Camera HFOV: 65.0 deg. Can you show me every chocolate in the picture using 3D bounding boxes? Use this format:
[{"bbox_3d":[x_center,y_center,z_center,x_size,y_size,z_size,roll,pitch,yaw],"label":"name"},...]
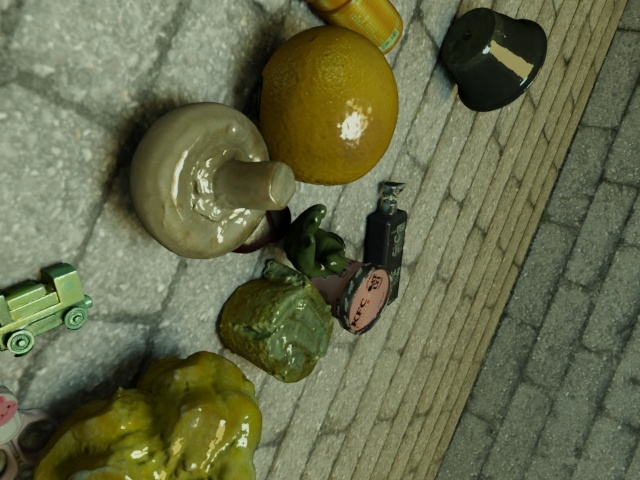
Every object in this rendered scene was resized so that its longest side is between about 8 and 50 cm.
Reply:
[{"bbox_3d":[-0.100,-0.040,0.813,0.149,0.080,0.125,-20,124,-46],"label":"chocolate"}]

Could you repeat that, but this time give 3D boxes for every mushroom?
[{"bbox_3d":[-0.124,-0.072,0.645,0.207,0.215,0.207,-18,112,-51],"label":"mushroom"}]

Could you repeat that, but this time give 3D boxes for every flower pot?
[{"bbox_3d":[0.380,-0.436,1.162,0.148,0.235,0.235,21,91,-37],"label":"flower pot"}]

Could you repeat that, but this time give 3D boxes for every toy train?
[{"bbox_3d":[-0.332,0.080,0.590,0.122,0.050,0.081,-27,124,-44],"label":"toy train"}]

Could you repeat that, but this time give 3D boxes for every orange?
[{"bbox_3d":[0.009,-0.196,0.751,0.236,0.236,0.236,-30,130,-42],"label":"orange"}]

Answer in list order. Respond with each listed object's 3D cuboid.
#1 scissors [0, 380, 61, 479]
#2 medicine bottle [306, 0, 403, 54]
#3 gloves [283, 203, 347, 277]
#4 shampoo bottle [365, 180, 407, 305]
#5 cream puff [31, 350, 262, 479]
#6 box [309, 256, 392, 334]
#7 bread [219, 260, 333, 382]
[{"bbox_3d":[-0.386,0.198,0.593,0.118,0.030,0.242,-33,135,-42],"label":"scissors"},{"bbox_3d":[0.056,-0.383,0.822,0.192,0.096,0.096,14,96,-56],"label":"medicine bottle"},{"bbox_3d":[-0.008,0.011,0.892,0.107,0.135,0.268,-49,167,-4],"label":"gloves"},{"bbox_3d":[0.154,0.011,1.198,0.098,0.071,0.309,-23,124,-43],"label":"shampoo bottle"},{"bbox_3d":[-0.242,0.299,0.679,0.257,0.291,0.324,17,110,-27],"label":"cream puff"},{"bbox_3d":[0.056,0.102,1.056,0.151,0.135,0.151,-27,129,-39],"label":"box"},{"bbox_3d":[-0.061,0.161,0.938,0.186,0.124,0.257,-59,146,-14],"label":"bread"}]
